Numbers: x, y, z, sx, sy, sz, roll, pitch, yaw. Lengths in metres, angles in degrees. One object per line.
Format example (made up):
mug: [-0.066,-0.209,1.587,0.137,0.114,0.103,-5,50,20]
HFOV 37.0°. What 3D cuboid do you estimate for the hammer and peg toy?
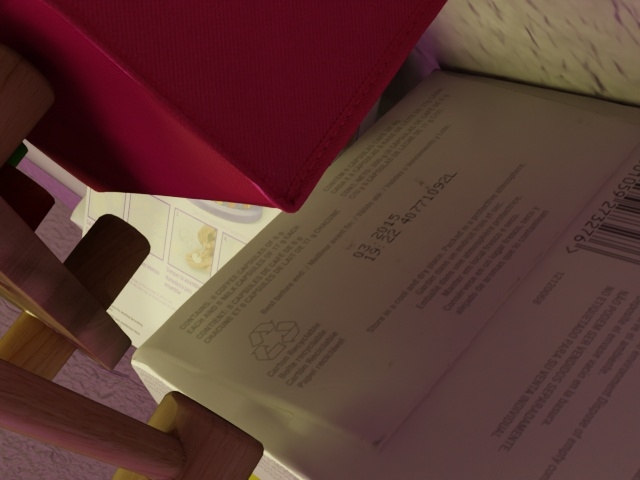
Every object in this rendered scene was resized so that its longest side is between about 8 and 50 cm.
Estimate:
hammer and peg toy: [-0.177,-0.013,0.454,0.361,0.127,0.266,31,164,14]

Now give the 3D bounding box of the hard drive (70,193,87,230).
hard drive: [-0.123,-0.047,1.096,0.319,0.210,0.040,25,162,37]

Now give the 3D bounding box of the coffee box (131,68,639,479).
coffee box: [0.148,0.133,0.653,0.338,0.337,0.334,22,147,43]

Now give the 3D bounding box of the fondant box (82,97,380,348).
fondant box: [-0.085,-0.052,0.798,0.238,0.330,0.096,26,-153,34]

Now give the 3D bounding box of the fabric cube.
fabric cube: [-0.089,-0.189,0.444,0.259,0.254,0.258,42,166,-25]

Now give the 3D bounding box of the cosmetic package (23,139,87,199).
cosmetic package: [-0.290,-0.126,1.365,0.385,0.156,0.217,39,166,-8]
